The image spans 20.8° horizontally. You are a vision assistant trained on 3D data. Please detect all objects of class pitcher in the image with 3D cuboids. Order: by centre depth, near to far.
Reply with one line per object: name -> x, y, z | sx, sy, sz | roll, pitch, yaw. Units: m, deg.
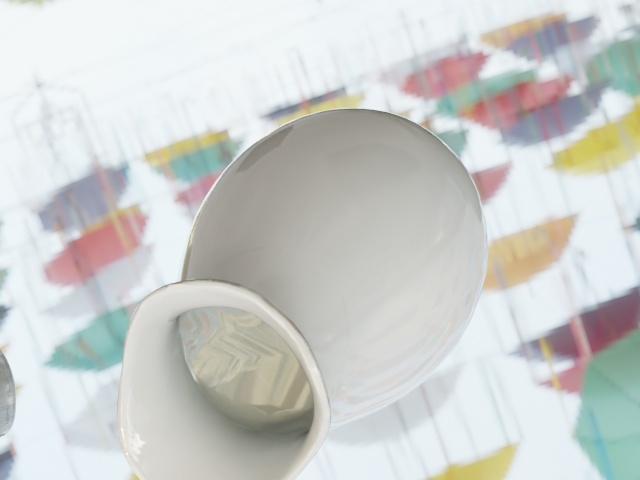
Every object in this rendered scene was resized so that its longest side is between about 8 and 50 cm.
pitcher -> -0.017, 0.043, 0.739 | 0.178, 0.125, 0.207 | -60, 174, 34

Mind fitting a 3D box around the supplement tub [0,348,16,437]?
supplement tub -> -0.422, 0.170, 1.800 | 0.190, 0.117, 0.117 | -13, -170, -37
